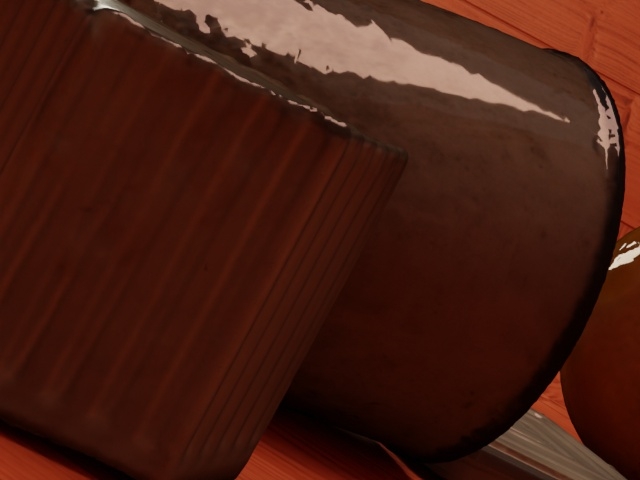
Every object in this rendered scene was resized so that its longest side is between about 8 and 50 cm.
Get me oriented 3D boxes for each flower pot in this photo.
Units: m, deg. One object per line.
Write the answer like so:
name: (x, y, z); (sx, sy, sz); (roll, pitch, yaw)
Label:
flower pot: (-0.099, -0.013, 0.810); (0.239, 0.190, 0.209); (28, 6, -14)
flower pot: (-0.020, -0.043, 1.068); (0.330, 0.294, 0.293); (22, 8, -28)

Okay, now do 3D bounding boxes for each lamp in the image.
lamp: (0.134, 0.154, 1.297); (0.266, 0.047, 0.269); (29, 5, -29)

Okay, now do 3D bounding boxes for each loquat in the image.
loquat: (0.390, 0.118, 1.626); (0.328, 0.328, 0.328); (29, 5, -3)
